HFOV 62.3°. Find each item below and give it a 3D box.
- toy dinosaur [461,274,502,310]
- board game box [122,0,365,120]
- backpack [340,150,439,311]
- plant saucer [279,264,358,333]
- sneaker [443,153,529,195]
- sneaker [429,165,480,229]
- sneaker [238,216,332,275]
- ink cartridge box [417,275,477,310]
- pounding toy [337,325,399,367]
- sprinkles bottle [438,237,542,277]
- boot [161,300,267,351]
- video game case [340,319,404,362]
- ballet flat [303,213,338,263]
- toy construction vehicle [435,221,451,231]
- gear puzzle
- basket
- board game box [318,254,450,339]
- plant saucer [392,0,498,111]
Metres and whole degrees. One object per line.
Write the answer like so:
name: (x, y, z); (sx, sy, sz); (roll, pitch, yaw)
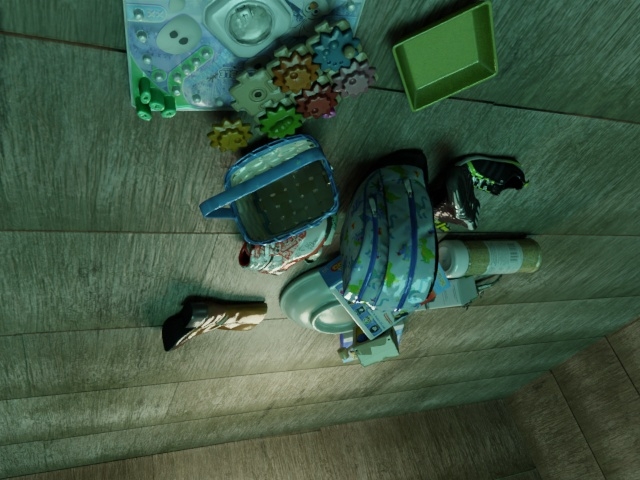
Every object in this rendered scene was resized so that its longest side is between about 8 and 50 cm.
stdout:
toy dinosaur: (0.583, 0.200, 2.023); (0.268, 0.064, 0.118); (-21, 141, 0)
board game box: (-0.115, -0.354, 0.868); (0.390, 0.050, 0.390); (-5, 146, -19)
backpack: (0.160, 0.003, 1.252); (0.274, 0.355, 0.290); (-2, 145, -21)
plant saucer: (0.069, 0.216, 1.743); (0.401, 0.100, 0.400); (-8, 145, -6)
sneaker: (0.436, -0.163, 1.364); (0.235, 0.097, 0.084); (-6, 146, -16)
sneaker: (0.305, -0.102, 1.347); (0.163, 0.106, 0.281); (8, 162, 27)
sneaker: (-0.101, 0.004, 1.380); (0.145, 0.090, 0.270); (13, 140, -42)
ink cartridge box: (0.394, 0.175, 1.769); (0.209, 0.086, 0.153); (-13, 177, 36)
pounding toy: (0.141, 0.323, 1.737); (0.206, 0.181, 0.094); (-22, 109, 13)
sprinkles bottle: (0.549, 0.055, 1.725); (0.356, 0.121, 0.121); (-1, 144, -23)
boot: (-0.346, 0.271, 1.710); (0.281, 0.096, 0.264); (6, 134, -43)
video game case: (0.202, 0.397, 2.145); (0.245, 0.061, 0.269); (-12, 148, -5)
ballet flat: (0.000, 0.000, 1.445); (0.070, 0.070, 0.188); (3, 142, -28)
toy construction vehicle: (0.369, -0.067, 1.548); (0.086, 0.035, 0.098); (-28, 145, 36)
gear puzzle: (-0.066, -0.251, 0.957); (0.339, 0.044, 0.175); (-27, 147, 15)
basket: (-0.090, -0.102, 1.091); (0.255, 0.200, 0.289); (-23, 178, 8)
board game box: (0.196, 0.111, 1.557); (0.302, 0.086, 0.308); (-35, 132, 1)
plant saucer: (0.240, -0.360, 1.025); (0.189, 0.045, 0.188); (-23, 147, 10)
